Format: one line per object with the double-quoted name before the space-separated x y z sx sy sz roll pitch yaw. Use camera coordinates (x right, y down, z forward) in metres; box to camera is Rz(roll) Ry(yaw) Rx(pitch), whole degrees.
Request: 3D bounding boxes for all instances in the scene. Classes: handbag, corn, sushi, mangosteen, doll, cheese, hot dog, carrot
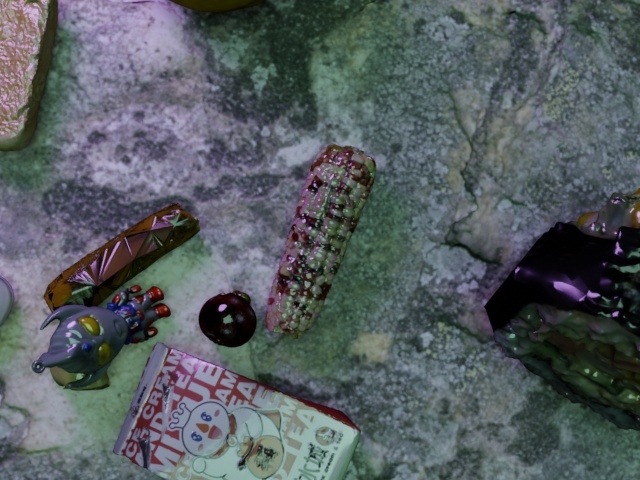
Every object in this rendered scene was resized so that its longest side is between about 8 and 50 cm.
"handbag" -0.111 0.257 1.111 0.298 0.151 0.171 24 81 2
"corn" 0.000 0.000 1.158 0.092 0.092 0.280 19 89 -6
"sushi" 0.413 0.065 1.103 0.329 0.328 0.285 27 71 9
"mangosteen" -0.125 0.106 1.141 0.081 0.081 0.080 0 88 -7
"doll" -0.289 0.124 1.107 0.195 0.062 0.104 -28 129 -30
"cheese" -0.331 0.175 1.132 0.084 0.041 0.060 -5 88 -7
"hot dog" -0.407 -0.236 1.124 0.084 0.073 0.242 9 86 -4
"carrot" -0.268 0.027 1.139 0.229 0.069 0.069 -35 92 -8

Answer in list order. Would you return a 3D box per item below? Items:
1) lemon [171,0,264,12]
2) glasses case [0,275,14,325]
"lemon" -0.144 -0.433 1.067 0.293 0.293 0.292 0 88 -7
"glasses case" -0.520 0.045 1.106 0.233 0.059 0.092 31 83 -6
